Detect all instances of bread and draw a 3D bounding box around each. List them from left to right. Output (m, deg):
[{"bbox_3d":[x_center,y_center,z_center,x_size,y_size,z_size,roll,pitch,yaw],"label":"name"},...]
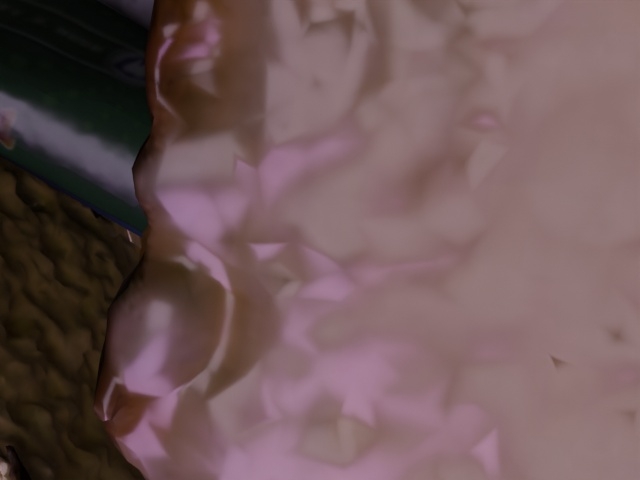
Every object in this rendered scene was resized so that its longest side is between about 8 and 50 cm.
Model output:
[{"bbox_3d":[-0.094,0.102,0.702,0.147,0.160,0.261,-31,101,29],"label":"bread"},{"bbox_3d":[0.149,-0.099,0.444,0.279,0.390,0.371,14,108,19],"label":"bread"}]

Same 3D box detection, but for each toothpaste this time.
[{"bbox_3d":[0.000,0.000,0.681,0.392,0.099,0.061,31,130,5],"label":"toothpaste"}]
